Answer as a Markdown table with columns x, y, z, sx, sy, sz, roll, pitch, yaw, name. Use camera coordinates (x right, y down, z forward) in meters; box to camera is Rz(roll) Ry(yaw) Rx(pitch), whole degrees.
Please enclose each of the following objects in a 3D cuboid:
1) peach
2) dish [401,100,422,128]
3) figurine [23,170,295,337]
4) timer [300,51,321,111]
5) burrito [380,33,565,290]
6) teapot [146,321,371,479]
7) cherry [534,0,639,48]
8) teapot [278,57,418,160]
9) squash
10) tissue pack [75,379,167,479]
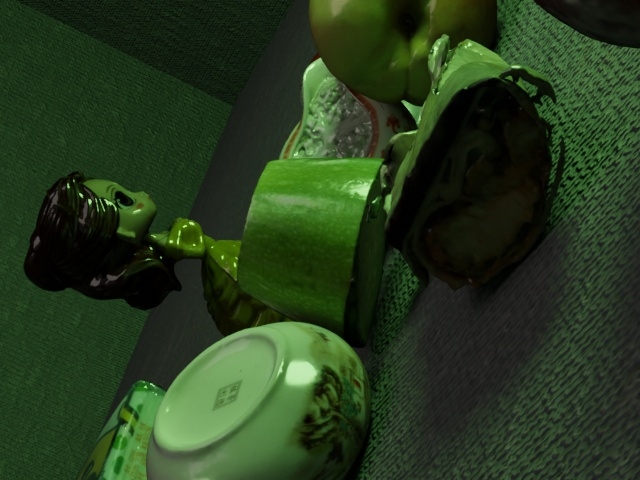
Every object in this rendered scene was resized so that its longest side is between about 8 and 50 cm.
| x | y | z | sx | sy | sz | roll | pitch | yaw | name |
| --- | --- | --- | --- | --- | --- | --- | --- | --- | --- |
| 0.079 | -0.216 | 1.506 | 0.184 | 0.184 | 0.184 | -62 | 9 | 17 | peach |
| 0.030 | -0.092 | 1.739 | 0.260 | 0.085 | 0.260 | -61 | 10 | 18 | dish |
| -0.127 | 0.020 | 1.579 | 0.168 | 0.315 | 0.187 | -59 | 11 | 33 | figurine |
| 0.033 | -0.205 | 1.984 | 0.136 | 0.099 | 0.136 | -167 | 90 | -80 | timer |
| 0.103 | -0.054 | 1.160 | 0.348 | 0.107 | 0.175 | -103 | 24 | -79 | burrito |
| -0.048 | 0.171 | 1.302 | 0.204 | 0.139 | 0.298 | -16 | 36 | 34 | teapot |
| 0.178 | -0.238 | 0.871 | 0.236 | 0.213 | 0.285 | 114 | 168 | -60 | cherry |
| 0.028 | -0.064 | 1.558 | 0.159 | 0.116 | 0.245 | -21 | 47 | 16 | teapot |
| 0.000 | 0.000 | 1.394 | 0.170 | 0.123 | 0.170 | 15 | -90 | -83 | squash |
| -0.255 | 0.362 | 1.988 | 0.228 | 0.128 | 0.311 | -57 | 11 | 36 | tissue pack |
